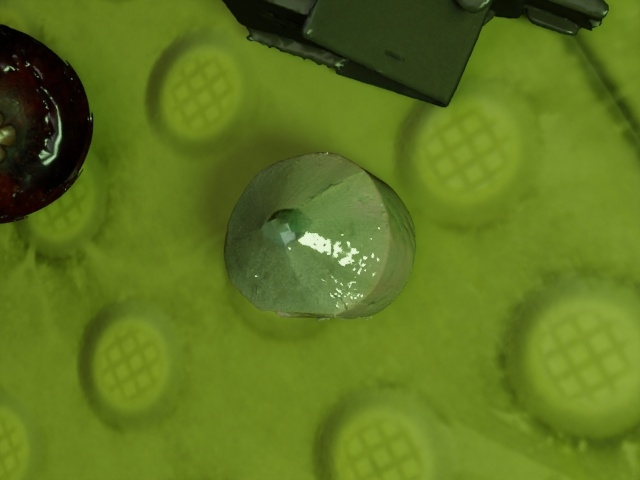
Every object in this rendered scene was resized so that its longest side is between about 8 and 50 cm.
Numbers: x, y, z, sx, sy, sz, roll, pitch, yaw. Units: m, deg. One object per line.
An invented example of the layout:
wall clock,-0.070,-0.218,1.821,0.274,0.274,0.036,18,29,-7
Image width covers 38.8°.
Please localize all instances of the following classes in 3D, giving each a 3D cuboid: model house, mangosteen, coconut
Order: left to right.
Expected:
mangosteen,-0.274,-0.097,0.732,0.180,0.166,0.166,34,101,50
coconut,0.000,0.000,0.607,0.116,0.122,0.116,-3,84,25
model house,0.071,-0.200,0.567,0.243,0.204,0.211,23,96,8
